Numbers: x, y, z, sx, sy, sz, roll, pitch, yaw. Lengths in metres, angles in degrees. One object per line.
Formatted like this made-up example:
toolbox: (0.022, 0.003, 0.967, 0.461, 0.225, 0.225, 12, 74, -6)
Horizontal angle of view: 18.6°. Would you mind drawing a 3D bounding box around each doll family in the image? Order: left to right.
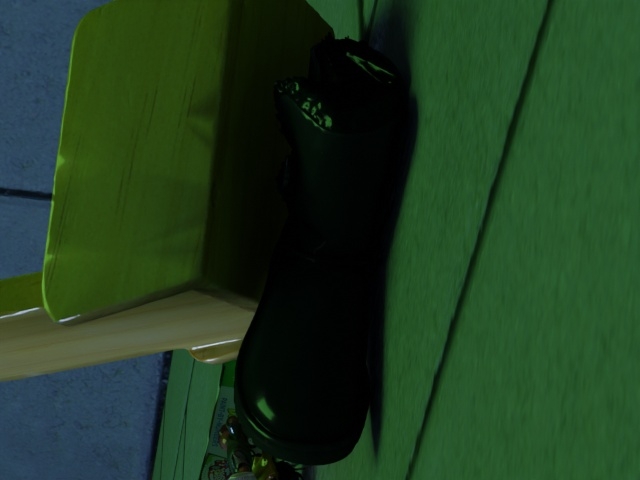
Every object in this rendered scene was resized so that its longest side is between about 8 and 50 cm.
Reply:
doll family: (-0.053, 0.236, 1.643, 0.111, 0.076, 0.193, -110, 24, -65)

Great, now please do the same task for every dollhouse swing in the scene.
dollhouse swing: (-0.173, -0.041, 1.508, 0.347, 0.305, 0.315, 28, -113, -73)

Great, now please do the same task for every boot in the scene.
boot: (0.000, 0.000, 1.324, 0.246, 0.094, 0.207, -83, 0, -52)

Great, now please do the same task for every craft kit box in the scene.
craft kit box: (-0.103, 0.286, 1.965, 0.246, 0.061, 0.250, -76, -3, -61)

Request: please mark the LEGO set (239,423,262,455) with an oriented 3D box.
LEGO set: (-0.032, 0.108, 1.777, 0.182, 0.060, 0.244, -87, 13, -65)
